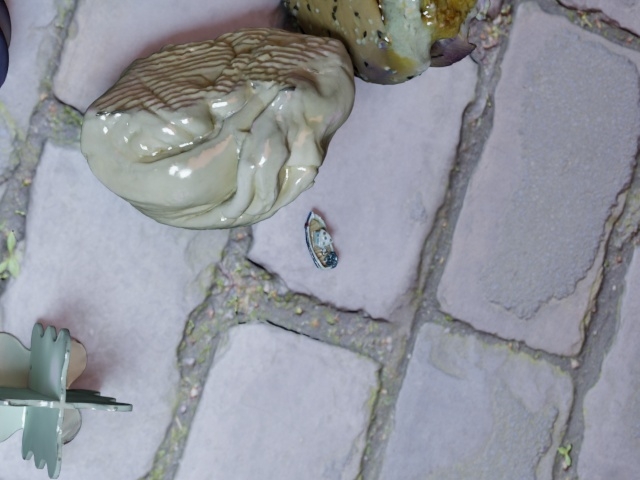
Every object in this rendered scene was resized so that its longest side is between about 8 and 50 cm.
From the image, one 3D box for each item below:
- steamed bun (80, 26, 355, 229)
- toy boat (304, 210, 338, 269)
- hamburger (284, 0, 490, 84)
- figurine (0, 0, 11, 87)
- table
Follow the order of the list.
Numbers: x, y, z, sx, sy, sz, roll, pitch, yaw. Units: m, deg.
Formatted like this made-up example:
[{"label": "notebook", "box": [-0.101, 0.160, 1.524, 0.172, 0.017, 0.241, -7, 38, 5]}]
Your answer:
[{"label": "steamed bun", "box": [-0.113, -0.121, 1.569, 0.320, 0.275, 0.206, -4, 123, 4]}, {"label": "toy boat", "box": [0.000, 0.000, 1.724, 0.038, 0.038, 0.083, -24, 100, -22]}, {"label": "hamburger", "box": [0.069, -0.353, 1.627, 0.195, 0.277, 0.318, -18, 97, -27]}, {"label": "figurine", "box": [-0.409, -0.258, 1.496, 0.145, 0.145, 0.222, 2, 88, -23]}, {"label": "table", "box": [-0.315, 0.179, 1.497, 0.167, 0.198, 0.166, 0, 89, -24]}]
